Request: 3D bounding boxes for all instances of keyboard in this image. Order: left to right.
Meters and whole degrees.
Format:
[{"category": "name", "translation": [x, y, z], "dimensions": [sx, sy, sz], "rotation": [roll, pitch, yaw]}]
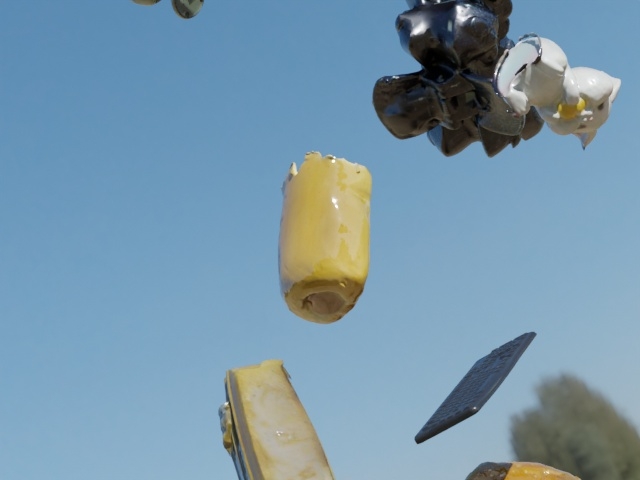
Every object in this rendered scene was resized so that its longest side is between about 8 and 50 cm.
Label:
[{"category": "keyboard", "translation": [0.176, 0.196, 1.925], "dimensions": [0.103, 0.041, 0.381], "rotation": [-32, 8, 27]}]

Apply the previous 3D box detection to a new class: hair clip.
[{"category": "hair clip", "translation": [0.188, -0.225, 2.015], "dimensions": [0.194, 0.206, 0.310], "rotation": [3, -42, 29]}]

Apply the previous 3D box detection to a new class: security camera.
[{"category": "security camera", "translation": [-0.178, -0.280, 1.791], "dimensions": [0.092, 0.058, 0.058], "rotation": [15, 11, 33]}]

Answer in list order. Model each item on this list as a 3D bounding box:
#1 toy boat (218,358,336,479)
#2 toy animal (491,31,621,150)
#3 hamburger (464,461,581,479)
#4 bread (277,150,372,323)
[{"category": "toy boat", "translation": [-0.036, 0.255, 1.648], "dimensions": [0.089, 0.310, 0.115], "rotation": [-12, -45, -14]}, {"category": "toy animal", "translation": [0.212, -0.126, 1.403], "dimensions": [0.124, 0.085, 0.071], "rotation": [27, -76, -22]}, {"category": "hamburger", "translation": [0.286, 0.412, 2.158], "dimensions": [0.244, 0.244, 0.163], "rotation": [-17, -42, -29]}, {"category": "bread", "translation": [-0.001, -0.001, 1.797], "dimensions": [0.085, 0.173, 0.134], "rotation": [12, -28, -22]}]
